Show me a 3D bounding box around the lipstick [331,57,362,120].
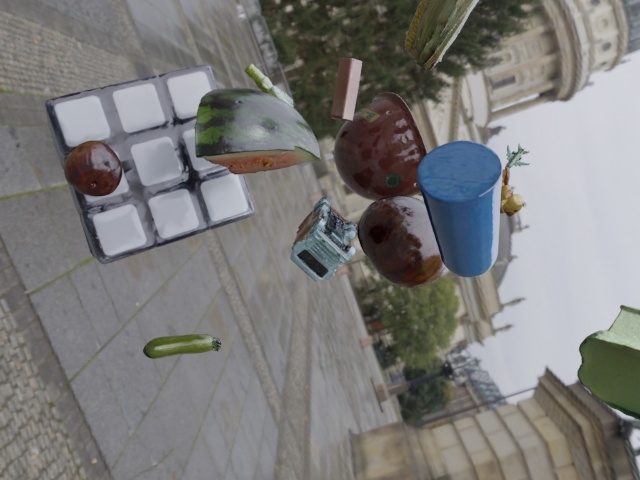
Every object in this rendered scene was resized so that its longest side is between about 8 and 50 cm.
[{"bbox_3d":[0.064,-0.367,1.485,0.045,0.045,0.145,17,-79,43],"label":"lipstick"}]

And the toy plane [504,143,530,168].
[{"bbox_3d":[0.544,-0.229,1.705,0.080,0.083,0.033,40,5,-2],"label":"toy plane"}]

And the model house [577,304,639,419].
[{"bbox_3d":[0.704,0.257,1.352,0.195,0.189,0.214,13,-48,43],"label":"model house"}]

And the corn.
[{"bbox_3d":[0.289,-0.524,1.345,0.305,0.122,0.123,118,-23,-47],"label":"corn"}]

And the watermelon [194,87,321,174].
[{"bbox_3d":[-0.107,-0.159,0.866,0.193,0.137,0.145,34,4,16],"label":"watermelon"}]

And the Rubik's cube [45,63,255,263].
[{"bbox_3d":[-0.342,-0.140,1.203,0.305,0.304,0.300,5,-67,69],"label":"Rubik's cube"}]

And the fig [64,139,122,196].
[{"bbox_3d":[-0.362,-0.132,0.971,0.088,0.089,0.125,67,2,-50],"label":"fig"}]

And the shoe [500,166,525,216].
[{"bbox_3d":[0.414,-0.110,1.377,0.072,0.069,0.109,21,46,-60],"label":"shoe"}]

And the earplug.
[{"bbox_3d":[0.254,-0.033,1.066,0.273,0.133,0.132,66,6,-50],"label":"earplug"}]

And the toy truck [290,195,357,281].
[{"bbox_3d":[0.000,0.000,1.704,0.136,0.162,0.305,43,17,-11],"label":"toy truck"}]

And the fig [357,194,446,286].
[{"bbox_3d":[0.195,-0.006,1.377,0.214,0.235,0.235,-53,-141,36],"label":"fig"}]

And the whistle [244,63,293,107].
[{"bbox_3d":[-0.162,-0.492,1.965,0.198,0.057,0.104,47,18,-15],"label":"whistle"}]

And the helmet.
[{"bbox_3d":[0.155,-0.261,1.874,0.385,0.230,0.337,49,-20,56],"label":"helmet"}]

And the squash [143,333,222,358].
[{"bbox_3d":[-0.327,0.249,1.446,0.052,0.184,0.052,175,-90,-81],"label":"squash"}]
